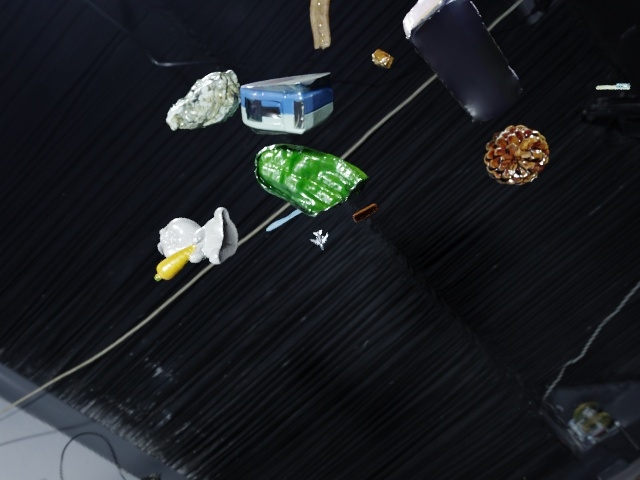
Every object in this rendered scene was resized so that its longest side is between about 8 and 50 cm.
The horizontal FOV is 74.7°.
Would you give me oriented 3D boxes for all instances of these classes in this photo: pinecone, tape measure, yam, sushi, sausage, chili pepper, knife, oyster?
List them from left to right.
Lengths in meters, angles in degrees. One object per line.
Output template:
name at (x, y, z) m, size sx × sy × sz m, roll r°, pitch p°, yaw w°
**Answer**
oyster at (-0.343, -0.425, 1.262) m, size 0.112 × 0.198 × 0.267 m, roll 78°, pitch 9°, yaw -47°
tape measure at (-0.103, -0.401, 1.235) m, size 0.259 × 0.262 × 0.138 m, roll -48°, pitch 136°, yaw -56°
knife at (-0.116, -0.106, 1.741) m, size 0.019 × 0.313 × 0.044 m, roll 46°, pitch 40°, yaw -23°
chili pepper at (-0.036, -0.204, 1.417) m, size 0.385 × 0.213 × 0.167 m, roll 20°, pitch 20°, yaw 18°
yam at (0.001, -0.597, 1.022) m, size 0.057 × 0.057 × 0.241 m, roll -103°, pitch -169°, yaw -71°
sausage at (0.208, -0.127, 1.918) m, size 0.041 × 0.131 × 0.039 m, roll 62°, pitch -10°, yaw -8°
sushi at (0.224, -0.658, 1.524) m, size 0.052 × 0.055 × 0.120 m, roll 26°, pitch 20°, yaw -45°
pinecone at (0.682, -0.299, 1.478) m, size 0.221 × 0.221 × 0.221 m, roll 46°, pitch 10°, yaw -10°

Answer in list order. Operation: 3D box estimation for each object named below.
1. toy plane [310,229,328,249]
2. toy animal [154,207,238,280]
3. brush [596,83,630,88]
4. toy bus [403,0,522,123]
toy plane at (0.000, 0.000, 1.751) m, size 0.031 × 0.078 × 0.083 m, roll -9°, pitch 80°, yaw -78°
toy animal at (-0.243, 0.013, 0.764) m, size 0.127 × 0.182 × 0.131 m, roll 30°, pitch 60°, yaw -70°
brush at (0.878, -0.462, 1.257) m, size 0.084 × 0.016 × 0.013 m, roll 11°, pitch -33°, yaw 30°
toy bus at (0.394, -0.506, 1.144) m, size 0.386 × 0.171 × 0.162 m, roll 34°, pitch 37°, yaw -34°
